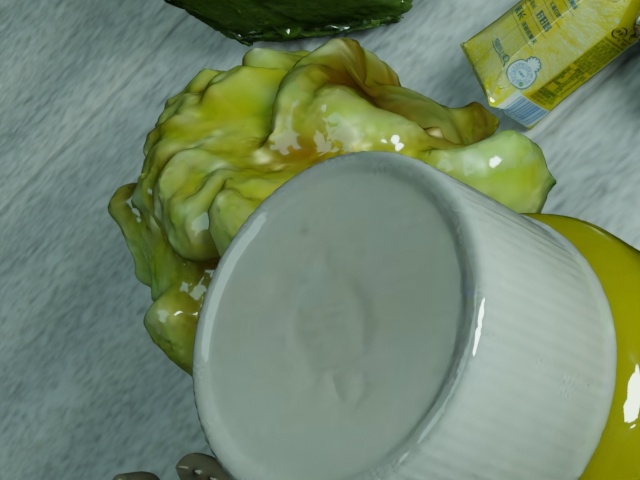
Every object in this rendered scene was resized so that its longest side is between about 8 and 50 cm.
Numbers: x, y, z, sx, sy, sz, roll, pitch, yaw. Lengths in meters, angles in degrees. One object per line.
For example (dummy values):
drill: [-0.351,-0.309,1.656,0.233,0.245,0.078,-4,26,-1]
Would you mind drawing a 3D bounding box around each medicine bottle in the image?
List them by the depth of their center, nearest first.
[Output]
medicine bottle: [0.123,0.100,0.957,0.224,0.384,0.224,-17,61,35]

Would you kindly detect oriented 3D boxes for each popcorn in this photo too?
popcorn: [0.003,0.005,1.180,0.274,0.279,0.335,-16,41,-8]

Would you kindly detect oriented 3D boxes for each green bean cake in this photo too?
green bean cake: [-0.041,-0.248,1.387,0.214,0.200,0.113,-6,67,41]

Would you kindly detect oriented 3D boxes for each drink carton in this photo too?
drink carton: [0.201,-0.169,1.225,0.200,0.074,0.084,-40,50,24]

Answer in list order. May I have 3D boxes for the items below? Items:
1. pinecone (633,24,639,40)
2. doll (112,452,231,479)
pinecone: [0.267,-0.130,1.137,0.109,0.102,0.102,34,96,34]
doll: [-0.060,0.229,1.260,0.278,0.119,0.154,-14,77,44]
